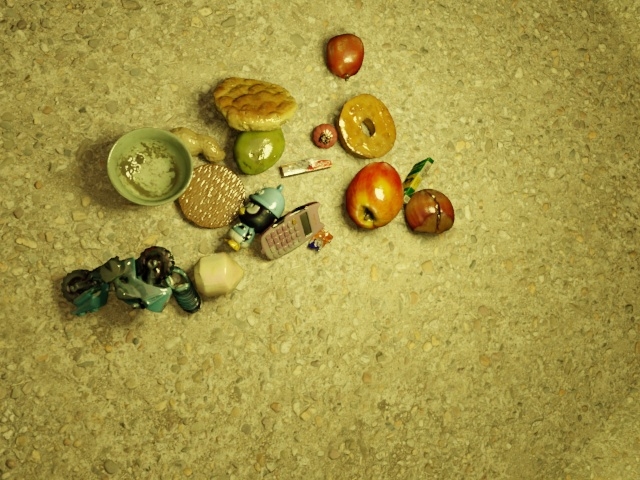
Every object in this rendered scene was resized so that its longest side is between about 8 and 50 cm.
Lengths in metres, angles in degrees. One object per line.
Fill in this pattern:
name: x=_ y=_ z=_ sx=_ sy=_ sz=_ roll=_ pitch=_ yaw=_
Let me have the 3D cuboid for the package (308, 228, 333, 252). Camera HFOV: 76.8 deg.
package: x=-0.001 y=0.000 z=1.706 sx=0.077 sy=0.033 sz=0.110 roll=30 pitch=64 yaw=12

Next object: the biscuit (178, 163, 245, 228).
biscuit: x=-0.428 y=-0.174 z=1.600 sx=0.262 sy=0.037 sz=0.261 roll=1 pitch=86 yaw=-15

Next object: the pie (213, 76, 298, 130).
pie: x=-0.256 y=-0.531 z=1.572 sx=0.340 sy=0.083 sz=0.339 roll=6 pitch=47 yaw=-7

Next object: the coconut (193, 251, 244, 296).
coconut: x=-0.382 y=0.125 z=1.530 sx=0.183 sy=0.171 sz=0.170 roll=-12 pitch=89 yaw=-13

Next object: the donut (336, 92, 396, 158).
donut: x=0.187 y=-0.475 z=1.736 sx=0.278 sy=0.108 sz=0.277 roll=2 pitch=85 yaw=-24

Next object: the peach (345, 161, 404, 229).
peach: x=0.229 y=-0.187 z=1.677 sx=0.238 sy=0.281 sz=0.280 roll=0 pitch=85 yaw=28

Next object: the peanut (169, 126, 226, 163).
peanut: x=-0.481 y=-0.372 z=1.576 sx=0.228 sy=0.085 sz=0.104 roll=16 pitch=108 yaw=-14

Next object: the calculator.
calculator: x=-0.118 y=-0.037 z=1.615 sx=0.294 sy=0.194 sz=0.043 roll=-34 pitch=54 yaw=-16

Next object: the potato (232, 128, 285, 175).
potato: x=-0.242 y=-0.375 z=1.602 sx=0.186 sy=0.148 sz=0.253 roll=18 pitch=75 yaw=4

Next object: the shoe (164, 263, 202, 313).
shoe: x=-0.521 y=0.183 z=1.515 sx=0.092 sy=0.106 sz=0.207 roll=-31 pitch=97 yaw=-15

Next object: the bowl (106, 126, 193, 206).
bowl: x=-0.620 y=-0.257 z=1.499 sx=0.290 sy=0.146 sz=0.289 roll=2 pitch=84 yaw=-16

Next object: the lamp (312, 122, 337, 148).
lamp: x=0.019 y=-0.441 z=1.710 sx=0.108 sy=0.092 sz=0.107 roll=2 pitch=117 yaw=3

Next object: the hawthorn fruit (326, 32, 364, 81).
hawthorn fruit: x=0.105 y=-0.773 z=1.717 sx=0.169 sy=0.169 sz=0.188 roll=1 pitch=78 yaw=-15

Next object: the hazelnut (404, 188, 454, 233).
hazelnut: x=0.477 y=-0.131 z=1.768 sx=0.212 sy=0.181 sz=0.180 roll=-3 pitch=107 yaw=-5

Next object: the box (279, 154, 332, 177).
box: x=-0.060 y=-0.313 z=1.707 sx=0.218 sy=0.039 sz=0.055 roll=-14 pitch=89 yaw=-15

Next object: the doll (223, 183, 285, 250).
doll: x=-0.249 y=-0.098 z=1.573 sx=0.314 sy=0.177 sz=0.141 roll=-50 pitch=122 yaw=-10

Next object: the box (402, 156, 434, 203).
box: x=0.400 y=-0.254 z=1.778 sx=0.034 sy=0.132 sz=0.235 roll=37 pitch=77 yaw=-11

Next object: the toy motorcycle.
toy motorcycle: x=-0.700 y=0.172 z=1.423 sx=0.417 sy=0.172 sz=0.232 roll=-16 pitch=89 yaw=0
